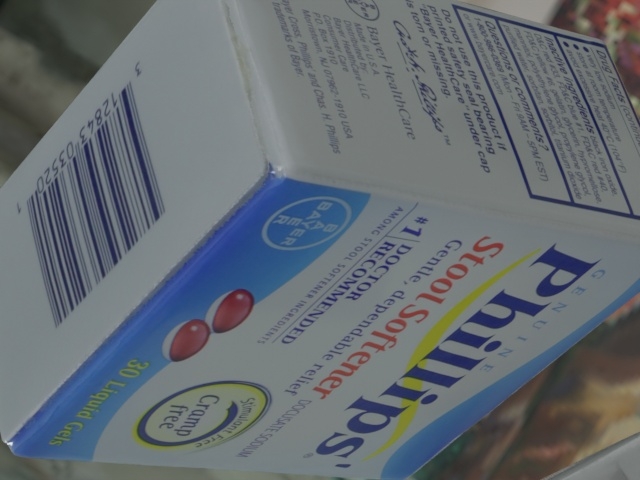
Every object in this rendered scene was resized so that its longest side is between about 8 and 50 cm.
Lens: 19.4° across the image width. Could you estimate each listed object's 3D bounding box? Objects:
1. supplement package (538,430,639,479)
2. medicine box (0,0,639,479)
[{"bbox_3d":[0.088,0.217,0.856,0.177,0.175,0.293,62,153,9],"label":"supplement package"},{"bbox_3d":[0.000,0.000,1.012,0.289,0.263,0.149,10,-130,-38],"label":"medicine box"}]
